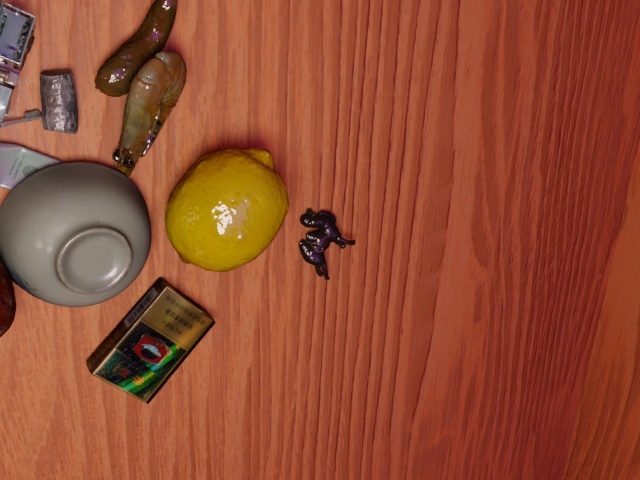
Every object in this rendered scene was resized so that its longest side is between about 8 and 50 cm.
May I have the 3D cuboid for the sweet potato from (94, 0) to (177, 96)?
[{"bbox_3d":[-0.327,-0.358,1.031,0.062,0.081,0.233,36,89,-10],"label":"sweet potato"}]

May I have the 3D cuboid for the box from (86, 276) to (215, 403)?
[{"bbox_3d":[-0.369,0.220,1.235,0.240,0.071,0.159,-51,129,-7],"label":"box"}]

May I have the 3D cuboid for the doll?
[{"bbox_3d":[0.000,0.000,1.402,0.165,0.057,0.139,43,85,-28],"label":"doll"}]

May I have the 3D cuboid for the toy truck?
[{"bbox_3d":[-0.517,-0.282,0.902,0.080,0.115,0.178,18,90,-36],"label":"toy truck"}]

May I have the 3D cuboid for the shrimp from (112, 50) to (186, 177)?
[{"bbox_3d":[-0.328,-0.236,1.070,0.061,0.145,0.267,29,109,6],"label":"shrimp"}]

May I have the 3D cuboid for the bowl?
[{"bbox_3d":[-0.436,0.013,1.041,0.289,0.146,0.290,-18,124,-29],"label":"bowl"}]

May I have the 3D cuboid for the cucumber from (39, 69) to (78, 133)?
[{"bbox_3d":[-0.462,-0.246,0.997,0.064,0.064,0.112,-4,107,-32],"label":"cucumber"}]

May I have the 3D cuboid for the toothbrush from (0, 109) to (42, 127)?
[{"bbox_3d":[-0.563,-0.190,0.945,0.194,0.014,0.017,-32,95,-41],"label":"toothbrush"}]

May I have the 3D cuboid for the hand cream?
[{"bbox_3d":[-0.520,-0.117,1.026,0.275,0.050,0.079,22,123,-41],"label":"hand cream"}]

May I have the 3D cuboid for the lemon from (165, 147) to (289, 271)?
[{"bbox_3d":[-0.187,-0.065,1.143,0.233,0.233,0.288,35,91,-37],"label":"lemon"}]

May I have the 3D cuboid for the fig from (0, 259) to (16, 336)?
[{"bbox_3d":[-0.628,0.088,0.930,0.224,0.224,0.263,-45,128,-10],"label":"fig"}]
